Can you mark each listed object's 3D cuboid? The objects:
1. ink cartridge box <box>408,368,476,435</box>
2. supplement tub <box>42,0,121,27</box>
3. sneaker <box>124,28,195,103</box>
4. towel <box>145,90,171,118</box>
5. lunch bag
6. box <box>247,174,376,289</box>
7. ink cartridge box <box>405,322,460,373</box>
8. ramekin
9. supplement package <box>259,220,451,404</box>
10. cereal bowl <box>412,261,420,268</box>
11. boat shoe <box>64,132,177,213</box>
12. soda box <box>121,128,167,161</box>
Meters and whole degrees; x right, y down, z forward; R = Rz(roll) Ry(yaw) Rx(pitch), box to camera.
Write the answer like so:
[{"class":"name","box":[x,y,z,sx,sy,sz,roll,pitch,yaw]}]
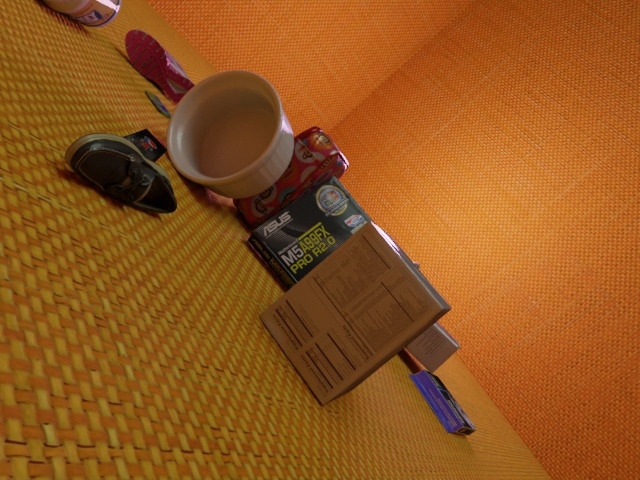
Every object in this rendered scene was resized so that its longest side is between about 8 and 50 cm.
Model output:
[{"class":"ink cartridge box","box":[0.373,0.493,1.671,0.208,0.045,0.206,34,18,-54]},{"class":"supplement tub","box":[-0.580,-0.601,1.297,0.144,0.144,0.199,49,9,-1]},{"class":"sneaker","box":[-0.477,-0.512,1.610,0.252,0.103,0.111,50,2,-40]},{"class":"towel","box":[-0.430,-0.363,1.457,0.083,0.009,0.060,52,9,20]},{"class":"lunch bag","box":[-0.063,-0.141,1.403,0.120,0.293,0.258,51,6,13]},{"class":"box","box":[0.000,0.000,1.288,0.216,0.270,0.060,51,-30,4]},{"class":"ink cartridge box","box":[0.301,0.277,1.827,0.307,0.129,0.223,44,4,9]},{"class":"ramekin","box":[-0.195,-0.230,1.241,0.277,0.277,0.135,54,2,25]},{"class":"supplement package","box":[0.072,0.133,1.014,0.198,0.263,0.199,52,9,17]},{"class":"cereal bowl","box":[0.097,0.081,1.534,0.339,0.141,0.339,17,2,0]},{"class":"boat shoe","box":[-0.285,-0.093,0.829,0.073,0.080,0.223,47,3,18]},{"class":"soda box","box":[-0.324,-0.151,0.959,0.060,0.053,0.169,48,10,-14]}]
